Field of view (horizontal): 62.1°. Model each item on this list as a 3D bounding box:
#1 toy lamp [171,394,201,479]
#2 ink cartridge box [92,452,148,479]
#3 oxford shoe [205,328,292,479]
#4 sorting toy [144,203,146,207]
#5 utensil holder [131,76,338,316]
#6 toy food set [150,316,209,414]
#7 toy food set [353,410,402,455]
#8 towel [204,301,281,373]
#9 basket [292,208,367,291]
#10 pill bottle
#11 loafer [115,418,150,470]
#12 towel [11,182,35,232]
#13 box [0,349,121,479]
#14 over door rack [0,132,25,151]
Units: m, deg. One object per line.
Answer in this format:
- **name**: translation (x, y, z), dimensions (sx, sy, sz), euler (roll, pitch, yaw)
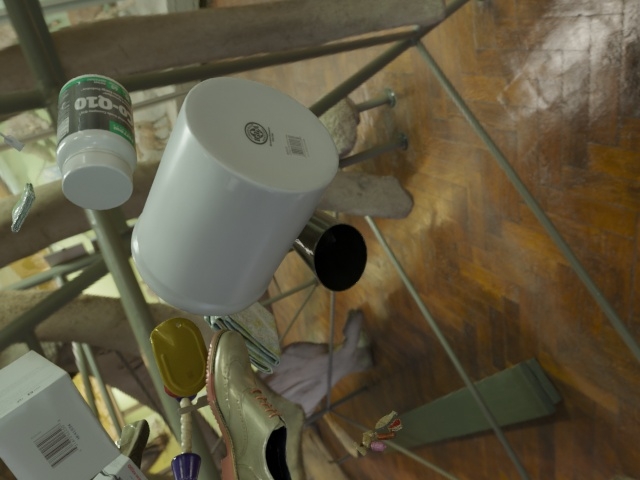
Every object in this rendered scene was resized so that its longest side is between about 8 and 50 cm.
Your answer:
- **toy lamp**: translation (-0.362, 0.523, 1.430), dimensions (0.274, 0.080, 0.080), euler (-107, 9, -49)
- **ink cartridge box**: translation (-0.568, 0.683, 1.465), dimensions (0.063, 0.150, 0.109), euler (4, 128, 38)
- **oxford shoe**: translation (-0.140, 0.372, 1.145), dimensions (0.140, 0.147, 0.397), euler (18, -127, -61)
- **sorting toy**: translation (-0.547, -0.089, 1.739), dimensions (0.061, 0.042, 0.102), euler (-65, -4, -61)
- **utensil holder**: translation (-0.183, -0.084, 1.083), dimensions (0.327, 0.328, 0.385), euler (58, 137, 23)
- **toy food set**: translation (-0.323, 0.286, 1.211), dimensions (0.071, 0.128, 0.217), euler (-19, 89, 42)
- **toy food set**: translation (0.136, 0.434, 1.180), dimensions (0.019, 0.122, 0.078), euler (63, 165, -16)
- **towel**: translation (-0.288, 0.291, 1.952), dimensions (0.320, 0.090, 0.374), euler (46, -172, -22)
- **basket**: translation (0.000, 0.000, 1.433), dimensions (0.227, 0.154, 0.204), euler (41, 154, 51)
- **pill bottle**: translation (-0.617, -0.272, 1.470), dimensions (0.204, 0.204, 0.361), euler (96, 160, -53)
- **loafer**: translation (-0.672, 0.745, 1.840), dimensions (0.268, 0.092, 0.102), euler (-83, -17, -59)
- **towel**: translation (-0.819, -0.094, 1.454), dimensions (0.023, 0.113, 0.152), euler (28, -176, -37)
- **box**: translation (-0.605, 0.390, 1.141), dimensions (0.345, 0.168, 0.215), euler (-2, 118, 51)
- **over door rack**: translation (-0.858, -0.209, 1.165), dimensions (0.108, 0.239, 0.324), euler (24, 167, 49)
